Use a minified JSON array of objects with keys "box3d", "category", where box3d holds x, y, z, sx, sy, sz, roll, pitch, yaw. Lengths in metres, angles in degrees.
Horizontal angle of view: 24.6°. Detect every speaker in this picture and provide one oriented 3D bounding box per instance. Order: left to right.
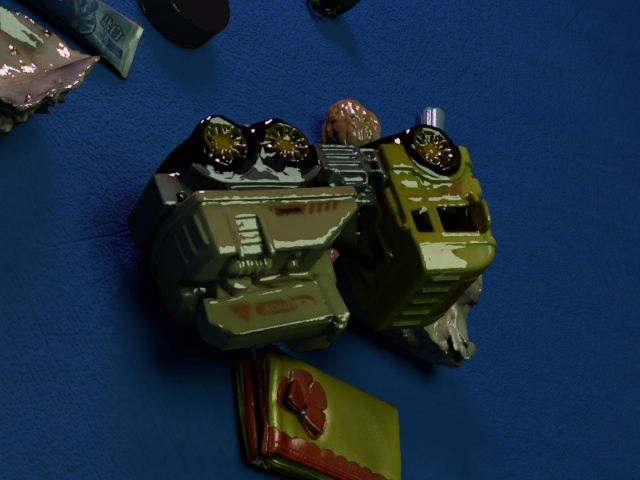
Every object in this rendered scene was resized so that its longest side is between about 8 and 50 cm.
[{"box3d":[0.014,-0.367,2.180,0.094,0.060,0.075,-43,104,-22],"category":"speaker"}]

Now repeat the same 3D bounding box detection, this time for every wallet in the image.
[{"box3d":[0.008,0.217,1.672,0.241,0.067,0.141,29,45,-41],"category":"wallet"}]

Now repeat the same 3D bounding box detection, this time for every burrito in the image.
[{"box3d":[0.085,0.048,1.881,0.347,0.107,0.175,24,48,-40],"category":"burrito"}]

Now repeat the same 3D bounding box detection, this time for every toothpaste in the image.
[{"box3d":[-0.306,-0.281,1.660,0.268,0.047,0.069,36,26,-39],"category":"toothpaste"}]

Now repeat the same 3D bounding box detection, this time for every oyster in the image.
[{"box3d":[-0.375,-0.162,1.432,0.204,0.111,0.396,41,33,2],"category":"oyster"}]

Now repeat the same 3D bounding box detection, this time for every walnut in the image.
[{"box3d":[0.042,-0.147,2.010,0.079,0.082,0.096,66,15,-53],"category":"walnut"}]

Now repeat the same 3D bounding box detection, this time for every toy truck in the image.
[{"box3d":[0.000,0.000,1.629,0.405,0.181,0.254,-2,59,-32],"category":"toy truck"}]

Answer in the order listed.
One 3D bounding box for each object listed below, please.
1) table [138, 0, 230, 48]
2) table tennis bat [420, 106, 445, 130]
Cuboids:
[{"box3d":[-0.175,-0.312,1.865,0.133,0.043,0.133,35,40,-35],"category":"table"},{"box3d":[0.162,-0.110,2.188,0.149,0.038,0.237,39,40,-29],"category":"table tennis bat"}]
